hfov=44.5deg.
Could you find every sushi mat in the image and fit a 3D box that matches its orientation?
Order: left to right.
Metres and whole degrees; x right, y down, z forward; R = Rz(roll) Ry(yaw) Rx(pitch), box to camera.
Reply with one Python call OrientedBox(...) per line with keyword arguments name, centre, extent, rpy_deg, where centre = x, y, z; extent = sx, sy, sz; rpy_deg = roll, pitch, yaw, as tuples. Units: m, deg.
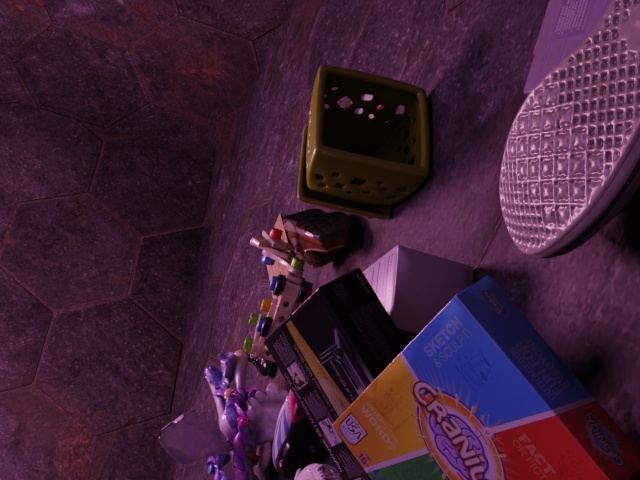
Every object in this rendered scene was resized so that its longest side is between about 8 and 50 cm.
OrientedBox(name="sushi mat", centre=(-0.122, 0.052, 2.282), extent=(0.316, 0.019, 0.151), rpy_deg=(-109, 39, -61))

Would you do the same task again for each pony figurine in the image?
OrientedBox(name="pony figurine", centre=(-0.192, 0.432, 1.811), extent=(0.363, 0.303, 0.351), rpy_deg=(-105, 3, -54))

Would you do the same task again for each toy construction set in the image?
OrientedBox(name="toy construction set", centre=(-0.096, 0.140, 1.802), extent=(0.215, 0.151, 0.328), rpy_deg=(-96, 9, -78))

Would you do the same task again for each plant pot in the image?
OrientedBox(name="plant pot", centre=(0.073, -0.177, 1.542), extent=(0.207, 0.227, 0.228), rpy_deg=(117, 160, -53))

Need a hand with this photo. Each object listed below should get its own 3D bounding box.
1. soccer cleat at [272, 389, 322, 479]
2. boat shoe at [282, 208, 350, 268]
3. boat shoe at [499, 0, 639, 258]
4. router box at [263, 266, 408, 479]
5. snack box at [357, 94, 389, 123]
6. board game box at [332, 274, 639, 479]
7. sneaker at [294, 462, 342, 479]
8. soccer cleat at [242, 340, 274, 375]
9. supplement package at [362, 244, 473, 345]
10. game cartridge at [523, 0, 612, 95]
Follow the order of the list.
OrientedBox(name="soccer cleat", centre=(-0.026, 0.316, 1.561), extent=(0.143, 0.116, 0.331), rpy_deg=(-116, 45, -65))
OrientedBox(name="boat shoe", centre=(0.000, 0.000, 1.813), extent=(0.324, 0.122, 0.120), rpy_deg=(-150, 47, -75))
OrientedBox(name="boat shoe", centre=(0.337, -0.153, 0.779), extent=(0.500, 0.156, 0.187), rpy_deg=(115, 148, -46))
OrientedBox(name="router box", centre=(0.059, 0.225, 1.142), extent=(0.309, 0.081, 0.243), rpy_deg=(59, 148, 10))
OrientedBox(name="snack box", centre=(0.125, -0.296, 1.783), extent=(0.141, 0.037, 0.100), rpy_deg=(-114, 44, -66))
OrientedBox(name="board game box", centre=(0.166, 0.225, 0.885), extent=(0.242, 0.064, 0.316), rpy_deg=(52, 138, 18))
OrientedBox(name="sneaker", centre=(0.001, 0.451, 1.391), extent=(0.292, 0.110, 0.118), rpy_deg=(-40, 28, 61))
OrientedBox(name="soccer cleat", centre=(-0.171, 0.316, 2.100), extent=(0.179, 0.072, 0.060), rpy_deg=(-141, 68, -72))
OrientedBox(name="supplement package", centre=(0.120, 0.124, 1.237), extent=(0.244, 0.139, 0.134), rpy_deg=(137, 144, -57))
OrientedBox(name="game cartridge", centre=(0.381, -0.351, 0.988), extent=(0.230, 0.068, 0.355), rpy_deg=(-150, 76, -77))
